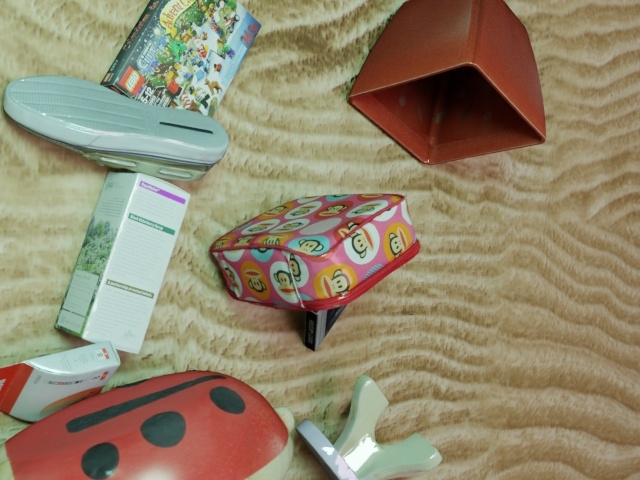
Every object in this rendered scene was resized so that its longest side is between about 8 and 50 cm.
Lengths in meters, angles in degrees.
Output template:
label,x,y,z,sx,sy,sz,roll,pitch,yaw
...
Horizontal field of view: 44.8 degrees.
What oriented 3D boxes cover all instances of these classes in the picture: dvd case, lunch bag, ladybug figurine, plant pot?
label,x,y,z,sx,sy,sz,roll,pitch,yaw
dvd case,0.046,0.066,1.367,0.238,0.030,0.179,-54,165,-24
lunch bag,0.000,0.000,1.206,0.258,0.293,0.120,-34,112,-35
ladybug figurine,-0.243,0.287,0.993,0.449,0.305,0.161,-19,108,-25
plant pot,0.249,-0.321,1.435,0.267,0.267,0.235,31,62,-41

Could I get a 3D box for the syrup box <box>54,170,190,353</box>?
label,x,y,z,sx,sy,sz,roll,pitch,yaw
syrup box,-0.275,0.027,1.086,0.096,0.093,0.236,25,78,-41

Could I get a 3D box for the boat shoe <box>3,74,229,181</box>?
label,x,y,z,sx,sy,sz,roll,pitch,yaw
boat shoe,-0.275,-0.138,1.054,0.302,0.094,0.109,12,44,-27

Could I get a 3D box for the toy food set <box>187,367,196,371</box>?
label,x,y,z,sx,sy,sz,roll,pitch,yaw
toy food set,-0.197,0.290,1.239,0.132,0.039,0.192,-50,131,-18

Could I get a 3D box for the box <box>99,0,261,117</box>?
label,x,y,z,sx,sy,sz,roll,pitch,yaw
box,-0.200,-0.276,1.149,0.159,0.044,0.233,38,70,-39

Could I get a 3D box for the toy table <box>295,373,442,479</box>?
label,x,y,z,sx,sy,sz,roll,pitch,yaw
toy table,0.087,0.379,1.392,0.161,0.252,0.274,-40,131,-13

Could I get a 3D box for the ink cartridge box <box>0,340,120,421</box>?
label,x,y,z,sx,sy,sz,roll,pitch,yaw
ink cartridge box,-0.364,0.196,0.997,0.179,0.145,0.045,-14,65,-43
